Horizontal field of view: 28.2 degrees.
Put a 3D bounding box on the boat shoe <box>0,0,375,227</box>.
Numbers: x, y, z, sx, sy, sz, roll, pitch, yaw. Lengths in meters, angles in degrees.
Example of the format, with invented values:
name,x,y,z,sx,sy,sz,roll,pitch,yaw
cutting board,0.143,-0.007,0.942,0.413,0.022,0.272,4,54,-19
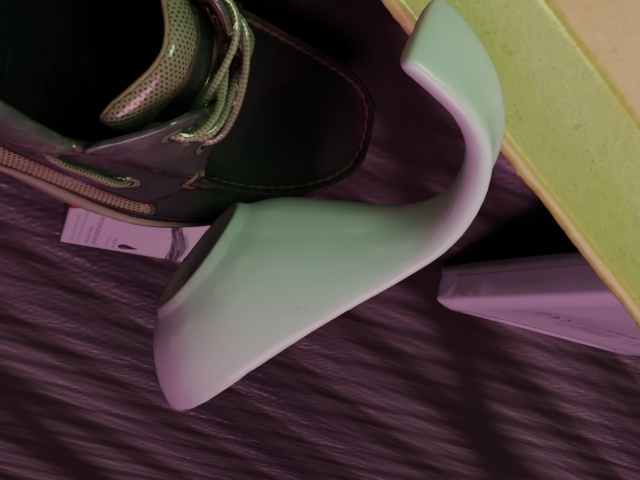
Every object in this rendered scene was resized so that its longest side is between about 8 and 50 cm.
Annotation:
name,x,y,z,sx,sy,sz,roll,pitch,yaw
boat shoe,-0.100,-0.076,0.645,0.355,0.132,0.130,6,178,-39

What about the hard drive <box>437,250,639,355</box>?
name,x,y,z,sx,sy,sz,roll,pitch,yaw
hard drive,0.247,0.048,0.898,0.203,0.040,0.307,15,169,-24

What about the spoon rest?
name,x,y,z,sx,sy,sz,roll,pitch,yaw
spoon rest,0.000,0.000,0.644,0.084,0.137,0.276,37,134,-11

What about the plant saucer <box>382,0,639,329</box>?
name,x,y,z,sx,sy,sz,roll,pitch,yaw
plant saucer,0.244,-0.107,0.577,0.333,0.081,0.333,-31,108,30

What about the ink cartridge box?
name,x,y,z,sx,sy,sz,roll,pitch,yaw
ink cartridge box,-0.099,-0.033,0.862,0.135,0.056,0.099,10,148,-15
